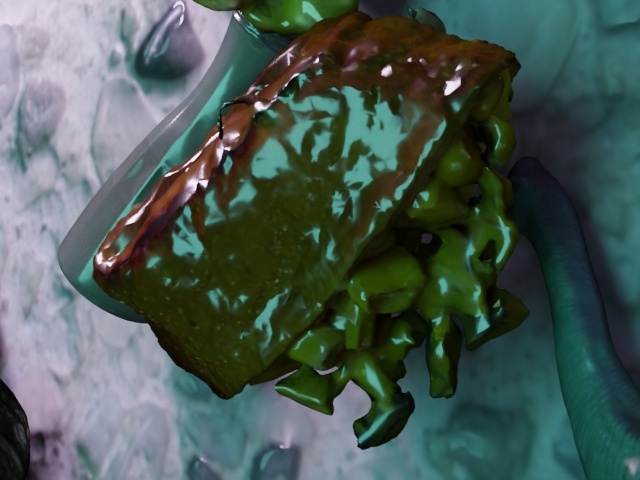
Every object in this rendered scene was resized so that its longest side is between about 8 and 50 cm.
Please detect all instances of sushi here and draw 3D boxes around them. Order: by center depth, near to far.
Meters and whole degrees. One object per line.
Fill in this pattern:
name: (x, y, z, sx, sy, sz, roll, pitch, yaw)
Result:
sushi: (0.002, -0.001, 0.781, 0.296, 0.179, 0.167, -44, 10, 21)

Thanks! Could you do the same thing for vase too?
vase: (-0.082, -0.053, 0.944, 0.214, 0.086, 0.086, -55, 49, 19)

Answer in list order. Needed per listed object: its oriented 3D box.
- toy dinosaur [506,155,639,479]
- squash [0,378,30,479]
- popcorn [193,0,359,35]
toy dinosaur: (0.214, 0.079, 0.609, 0.383, 0.129, 0.331, -16, 64, 43)
squash: (-0.297, 0.172, 1.067, 0.193, 0.156, 0.193, -19, 34, 13)
popcorn: (-0.044, -0.236, 0.848, 0.236, 0.206, 0.252, -3, 99, 30)
